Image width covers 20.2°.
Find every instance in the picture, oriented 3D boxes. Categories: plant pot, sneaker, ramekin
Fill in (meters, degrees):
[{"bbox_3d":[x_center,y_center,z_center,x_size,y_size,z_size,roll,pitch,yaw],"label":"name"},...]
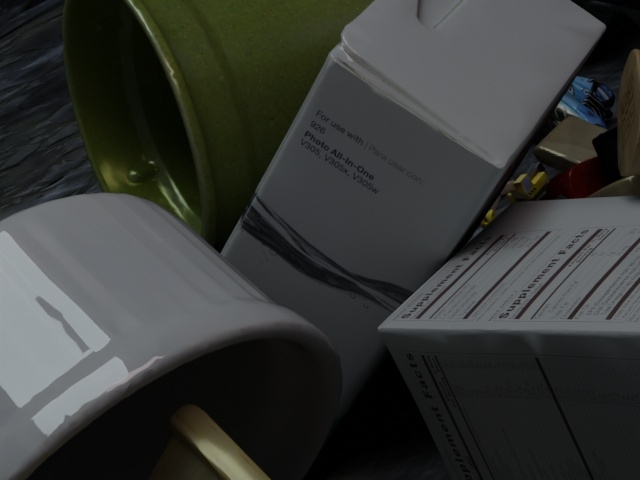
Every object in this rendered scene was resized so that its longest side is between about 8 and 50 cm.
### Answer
[{"bbox_3d":[-0.053,-0.131,1.575,0.254,0.276,0.276,-20,16,-24],"label":"plant pot"},{"bbox_3d":[0.205,-0.110,1.457,0.073,0.063,0.162,-21,20,-1],"label":"sneaker"},{"bbox_3d":[-0.134,0.105,0.957,0.277,0.277,0.135,-33,62,-22],"label":"ramekin"}]

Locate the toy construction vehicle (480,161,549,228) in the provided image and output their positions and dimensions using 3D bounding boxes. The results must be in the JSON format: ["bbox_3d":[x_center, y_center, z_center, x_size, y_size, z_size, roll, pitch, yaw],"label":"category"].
[{"bbox_3d":[0.131,-0.035,1.389,0.086,0.035,0.098,-2,29,47],"label":"toy construction vehicle"}]

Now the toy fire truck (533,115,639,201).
[{"bbox_3d":[0.213,-0.030,1.143,0.217,0.158,0.246,-21,-6,-29],"label":"toy fire truck"}]

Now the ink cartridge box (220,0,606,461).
[{"bbox_3d":[0.035,-0.023,1.122,0.289,0.121,0.211,-59,-5,39],"label":"ink cartridge box"}]

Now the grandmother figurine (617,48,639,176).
[{"bbox_3d":[0.335,-0.060,0.951,0.342,0.208,0.104,7,54,-2],"label":"grandmother figurine"}]

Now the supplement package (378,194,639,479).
[{"bbox_3d":[0.176,0.063,0.930,0.244,0.139,0.134,-1,32,48],"label":"supplement package"}]

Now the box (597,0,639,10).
[{"bbox_3d":[0.413,-0.295,1.371,0.343,0.179,0.312,19,43,35],"label":"box"}]

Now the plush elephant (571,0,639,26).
[{"bbox_3d":[0.241,-0.316,1.661,0.330,0.272,0.255,19,54,24],"label":"plush elephant"}]

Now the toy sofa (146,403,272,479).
[{"bbox_3d":[-0.142,0.258,0.821,0.362,0.177,0.150,-33,53,-23],"label":"toy sofa"}]
